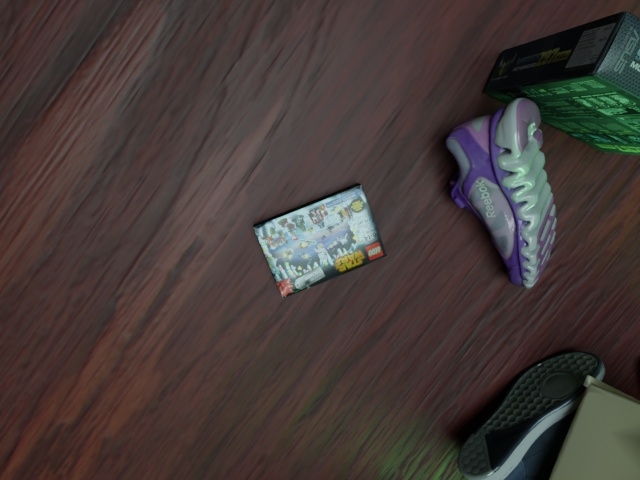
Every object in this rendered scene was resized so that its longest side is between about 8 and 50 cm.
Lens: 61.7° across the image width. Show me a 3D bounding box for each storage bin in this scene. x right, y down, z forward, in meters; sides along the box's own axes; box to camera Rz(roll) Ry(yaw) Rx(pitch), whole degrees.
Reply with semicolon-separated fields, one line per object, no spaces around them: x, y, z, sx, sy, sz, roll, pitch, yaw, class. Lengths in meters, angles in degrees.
0.379;0.329;0.631;0.260;0.123;0.262;26;85;-33;storage bin

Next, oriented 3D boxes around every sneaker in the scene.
0.208;-0.048;0.626;0.095;0.104;0.237;-50;129;-39;sneaker
0.297;0.263;0.690;0.226;0.086;0.163;-41;110;-7;sneaker

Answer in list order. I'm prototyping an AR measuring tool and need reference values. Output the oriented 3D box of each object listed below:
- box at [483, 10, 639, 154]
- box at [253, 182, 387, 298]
0.296;-0.143;0.541;0.183;0.233;0.059;24;99;-9;box
0.000;0.000;0.638;0.136;0.027;0.094;-22;102;-2;box
